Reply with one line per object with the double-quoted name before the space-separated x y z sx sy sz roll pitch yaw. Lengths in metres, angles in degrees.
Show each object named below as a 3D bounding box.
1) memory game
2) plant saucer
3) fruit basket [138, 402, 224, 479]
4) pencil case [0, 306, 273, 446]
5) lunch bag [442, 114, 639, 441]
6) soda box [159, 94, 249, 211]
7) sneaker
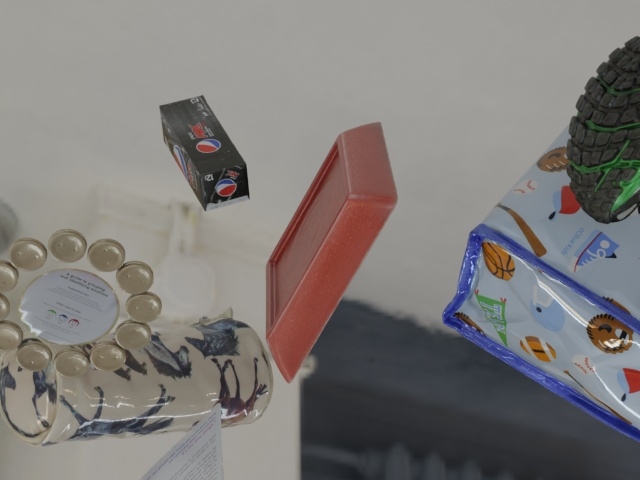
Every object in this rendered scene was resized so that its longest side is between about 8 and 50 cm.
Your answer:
"memory game" -0.249 0.064 1.355 0.186 0.012 0.186 -3 127 -5
"plant saucer" 0.000 0.000 1.620 0.048 0.259 0.258 25 111 -14
"fruit basket" -0.166 0.351 1.138 0.165 0.353 0.327 36 112 -20
"pencil case" -0.273 0.200 2.031 0.410 0.183 0.160 0 142 -42
"lunch bag" 0.395 0.041 1.566 0.385 0.328 0.239 35 148 18
"soda box" -0.138 -0.105 1.618 0.060 0.169 0.053 -16 128 -15
"sneaker" 0.381 -0.157 1.392 0.146 0.134 0.343 37 87 -31
